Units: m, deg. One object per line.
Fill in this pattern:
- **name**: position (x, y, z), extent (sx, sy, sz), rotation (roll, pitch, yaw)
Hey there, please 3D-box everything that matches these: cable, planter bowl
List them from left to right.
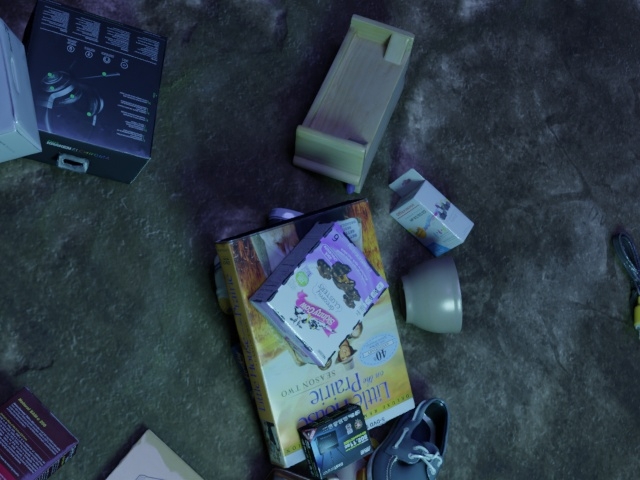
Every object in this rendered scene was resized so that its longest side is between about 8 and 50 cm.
- **planter bowl**: position (0.219, 0.116, 1.917), extent (0.109, 0.162, 0.162), rotation (-7, 73, -3)
- **cable**: position (0.786, 0.114, 2.263), extent (0.140, 0.072, 0.287), rotation (10, 66, -31)

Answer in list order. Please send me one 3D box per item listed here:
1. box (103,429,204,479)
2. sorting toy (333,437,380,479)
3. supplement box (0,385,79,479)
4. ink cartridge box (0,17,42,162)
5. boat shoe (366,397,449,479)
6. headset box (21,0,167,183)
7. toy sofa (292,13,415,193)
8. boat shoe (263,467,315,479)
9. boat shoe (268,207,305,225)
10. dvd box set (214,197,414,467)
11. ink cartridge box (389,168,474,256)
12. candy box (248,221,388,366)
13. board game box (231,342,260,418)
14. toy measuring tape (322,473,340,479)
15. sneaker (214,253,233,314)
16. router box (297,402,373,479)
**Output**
- **box**: position (-0.273, 0.448, 1.589), extent (0.201, 0.021, 0.164), rotation (44, 57, -8)
- **sorting toy**: position (0.119, 0.440, 1.737), extent (0.208, 0.038, 0.193), rotation (33, 23, -12)
- **supplement box**: position (-0.509, 0.355, 1.452), extent (0.130, 0.073, 0.239), rotation (44, 56, 9)
- **ink cartridge box**: position (-0.619, -0.216, 1.518), extent (0.289, 0.121, 0.211), rotation (-14, 76, 2)
- **boat shoe**: position (0.171, 0.393, 1.723), extent (0.116, 0.099, 0.319), rotation (44, 27, -3)
- **headset box**: position (-0.428, -0.260, 1.711), extent (0.247, 0.131, 0.282), rotation (13, 66, -24)
- **toy sofa**: position (0.071, -0.288, 2.003), extent (0.150, 0.177, 0.362), rotation (20, 60, 7)
- **boat shoe**: position (0.037, 0.506, 1.692), extent (0.324, 0.122, 0.120), rotation (34, 26, -9)
- **boat shoe**: position (0.000, 0.000, 1.878), extent (0.229, 0.080, 0.076), rotation (17, 70, -21)
- **dvd box set**: position (-0.001, 0.161, 1.716), extent (0.308, 0.062, 0.420), rotation (-17, 99, -31)
- **ink cartridge box**: position (0.223, -0.058, 2.003), extent (0.181, 0.104, 0.061), rotation (42, 57, -8)
- **candy box**: position (0.000, 0.092, 1.639), extent (0.196, 0.070, 0.165), rotation (-50, 114, -22)
- **board game box**: position (-0.030, 0.236, 1.790), extent (0.243, 0.042, 0.165), rotation (-18, 81, -32)
- **toy measuring tape**: position (-0.058, 0.544, 1.572), extent (0.330, 0.121, 0.121), rotation (-45, 96, -4)
- **sneaker**: position (-0.062, 0.054, 1.802), extent (0.297, 0.112, 0.130), rotation (-6, 73, -31)
- **router box**: position (0.028, 0.357, 1.673), extent (0.123, 0.038, 0.092), rotation (-21, 102, -30)
